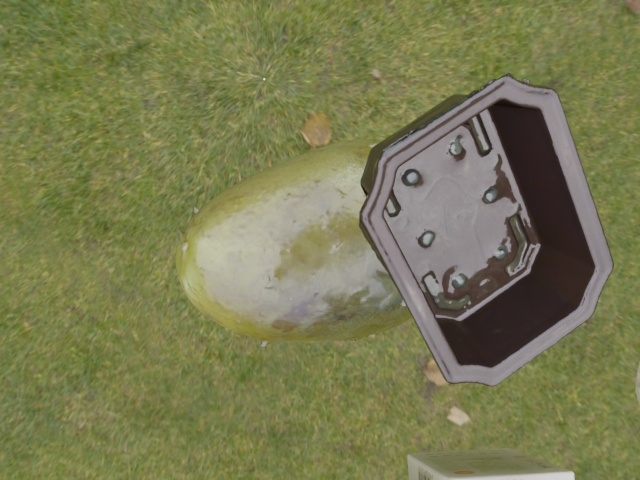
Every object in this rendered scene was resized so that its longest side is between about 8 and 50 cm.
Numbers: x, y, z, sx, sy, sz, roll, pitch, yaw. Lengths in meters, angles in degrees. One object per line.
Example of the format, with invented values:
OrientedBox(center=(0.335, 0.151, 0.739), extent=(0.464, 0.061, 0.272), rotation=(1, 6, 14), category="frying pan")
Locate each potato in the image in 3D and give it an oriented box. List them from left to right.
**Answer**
OrientedBox(center=(-0.004, 0.018, 1.030), extent=(0.359, 0.219, 0.269), rotation=(-17, 121, -12), category="potato")

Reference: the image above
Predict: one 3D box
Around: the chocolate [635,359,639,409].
OrientedBox(center=(0.403, 0.085, 0.771), extent=(0.134, 0.134, 0.309), rotation=(8, 121, -6), category="chocolate")

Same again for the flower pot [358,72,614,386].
OrientedBox(center=(0.126, -0.011, 0.652), extent=(0.179, 0.084, 0.251), rotation=(-33, 121, -6), category="flower pot")

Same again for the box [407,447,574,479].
OrientedBox(center=(0.185, 0.278, 0.895), extent=(0.141, 0.201, 0.058), rotation=(-1, 82, -7), category="box")
